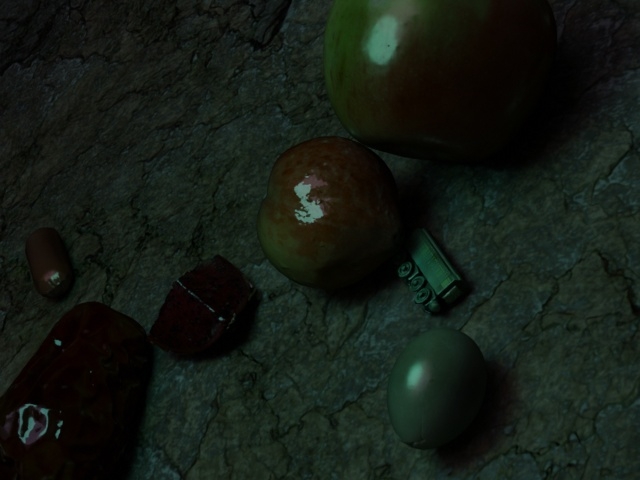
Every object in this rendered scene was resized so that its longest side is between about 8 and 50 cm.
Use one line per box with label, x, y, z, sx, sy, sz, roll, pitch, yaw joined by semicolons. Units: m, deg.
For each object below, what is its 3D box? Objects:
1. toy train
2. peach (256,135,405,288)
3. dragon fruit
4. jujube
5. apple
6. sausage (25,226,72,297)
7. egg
toy train;0.142;0.041;1.589;0.071;0.038;0.148;-40;37;7
peach;0.025;-0.031;1.652;0.233;0.232;0.232;-26;42;27
dragon fruit;-0.179;0.117;1.821;0.127;0.120;0.161;45;125;14
jujube;-0.377;0.244;1.813;0.216;0.216;0.342;-18;34;34
apple;0.158;-0.243;1.611;0.319;0.319;0.277;25;101;52
sausage;-0.509;0.039;2.214;0.077;0.077;0.194;-43;37;7
egg;0.137;0.176;1.408;0.114;0.114;0.152;6;62;48
